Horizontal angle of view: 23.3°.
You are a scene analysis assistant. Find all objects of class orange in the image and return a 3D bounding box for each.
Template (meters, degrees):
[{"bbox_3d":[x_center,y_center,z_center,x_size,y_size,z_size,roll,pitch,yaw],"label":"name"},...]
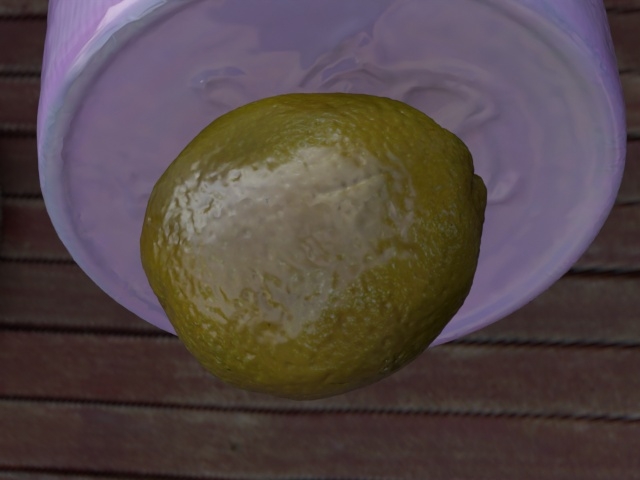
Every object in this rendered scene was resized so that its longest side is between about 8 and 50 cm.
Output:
[{"bbox_3d":[0.000,0.000,0.422,0.095,0.085,0.085,-22,59,-12],"label":"orange"}]

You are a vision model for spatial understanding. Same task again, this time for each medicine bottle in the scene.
[{"bbox_3d":[0.001,-0.131,0.613,0.202,0.202,0.315,-11,47,11],"label":"medicine bottle"}]
